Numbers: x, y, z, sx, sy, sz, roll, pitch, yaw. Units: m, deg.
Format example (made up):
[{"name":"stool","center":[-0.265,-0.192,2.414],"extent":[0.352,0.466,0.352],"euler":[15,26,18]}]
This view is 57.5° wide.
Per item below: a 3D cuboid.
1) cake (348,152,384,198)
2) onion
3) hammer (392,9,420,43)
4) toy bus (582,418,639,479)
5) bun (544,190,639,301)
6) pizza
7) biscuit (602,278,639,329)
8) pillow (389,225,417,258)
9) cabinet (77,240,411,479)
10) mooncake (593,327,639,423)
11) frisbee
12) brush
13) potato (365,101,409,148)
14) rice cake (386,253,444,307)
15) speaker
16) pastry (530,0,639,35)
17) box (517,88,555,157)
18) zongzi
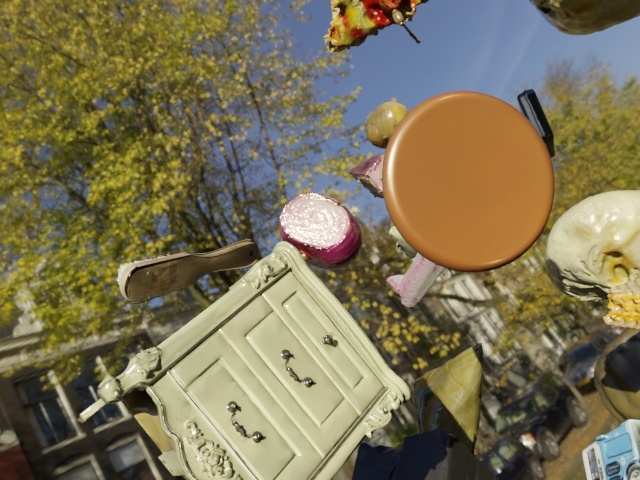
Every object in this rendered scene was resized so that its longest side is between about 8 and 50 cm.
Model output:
[{"name":"cake","center":[0.171,-0.203,1.849],"extent":[0.113,0.116,0.295],"euler":[-47,11,-6]},{"name":"onion","center":[0.005,-0.012,1.442],"extent":[0.208,0.200,0.200],"euler":[-6,-9,18]},{"name":"hammer","center":[0.136,-0.328,0.910],"extent":[0.014,0.029,0.123],"euler":[-30,-11,21]},{"name":"toy bus","center":[0.403,0.374,0.679],"extent":[0.106,0.297,0.131],"euler":[9,-34,-8]},{"name":"bun","center":[0.607,0.032,1.181],"extent":[0.287,0.287,0.146],"euler":[-48,22,37]},{"name":"pizza","center":[0.156,-0.735,1.768],"extent":[0.440,0.130,0.406],"euler":[21,-63,-17]},{"name":"biscuit","center":[0.610,0.062,0.929],"extent":[0.379,0.054,0.094],"euler":[-14,3,-22]},{"name":"pillow","center":[0.278,0.002,1.467],"extent":[0.182,0.077,0.134],"euler":[3,-21,39]},{"name":"cabinet","center":[-0.103,0.223,0.798],"extent":[0.318,0.290,0.227],"euler":[-39,1,-38]},{"name":"mooncake","center":[0.732,0.282,1.235],"extent":[0.291,0.161,0.290],"euler":[-12,-47,-13]},{"name":"frisbee","center":[0.204,-0.082,0.789],"extent":[0.251,0.250,0.021],"euler":[-31,2,-10]},{"name":"brush","center":[-0.245,0.045,1.100],"extent":[0.328,0.065,0.069],"euler":[-16,-64,-51]},{"name":"potato","center":[0.206,-0.337,1.712],"extent":[0.137,0.137,0.176],"euler":[-28,9,-20]},{"name":"rice cake","center":[0.207,0.019,1.097],"extent":[0.051,0.081,0.290],"euler":[-51,-10,-46]},{"name":"speaker","center":[0.256,0.541,1.150],"extent":[0.184,0.388,0.180],"euler":[-32,21,34]},{"name":"pastry","center":[0.503,-0.583,1.093],"extent":[0.312,0.388,0.389],"euler":[-45,-20,26]},{"name":"box","center":[0.604,-0.319,1.628],"extent":[0.050,0.160,0.230],"euler":[-23,-13,19]},{"name":"zongzi","center":[0.323,0.409,1.351],"extent":[0.145,0.273,0.300],"euler":[4,-30,-12]}]
